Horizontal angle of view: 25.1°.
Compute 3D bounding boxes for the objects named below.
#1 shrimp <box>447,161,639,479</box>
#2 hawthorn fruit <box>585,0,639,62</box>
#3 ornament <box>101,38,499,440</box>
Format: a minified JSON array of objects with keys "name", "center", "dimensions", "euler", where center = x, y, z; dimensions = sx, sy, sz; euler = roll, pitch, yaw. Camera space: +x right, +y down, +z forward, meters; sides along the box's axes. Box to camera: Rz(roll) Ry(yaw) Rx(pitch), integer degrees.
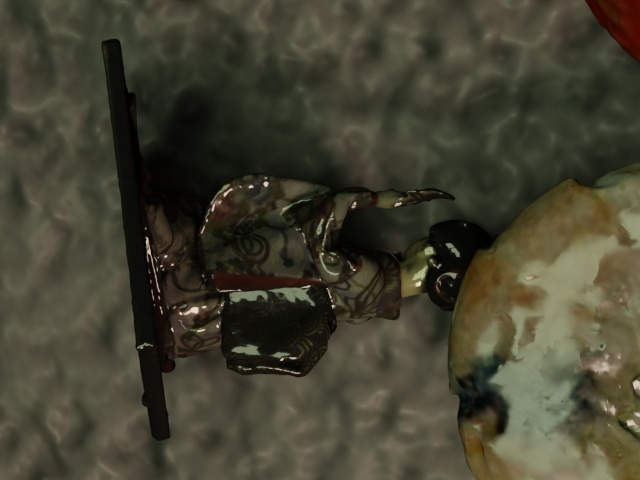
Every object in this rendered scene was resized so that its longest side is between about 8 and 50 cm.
[{"name":"shrimp","center":[0.221,0.108,0.659],"dimensions":[0.360,0.085,0.247],"euler":[42,103,0]},{"name":"hawthorn fruit","center":[0.245,-0.174,0.512],"dimensions":[0.330,0.287,0.287],"euler":[7,104,5]},{"name":"ornament","center":[0.000,0.000,0.715],"dimensions":[0.196,0.166,0.153],"euler":[-5,68,-7]}]
